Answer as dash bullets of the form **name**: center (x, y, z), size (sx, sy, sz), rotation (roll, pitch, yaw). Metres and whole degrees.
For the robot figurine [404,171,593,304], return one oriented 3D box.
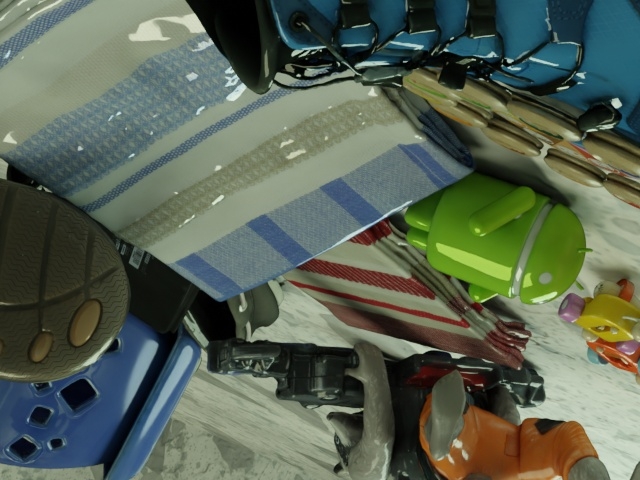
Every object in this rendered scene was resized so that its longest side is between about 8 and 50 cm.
- **robot figurine**: center (0.111, -0.002, 0.785), size (0.115, 0.067, 0.101), rotation (22, 152, 18)

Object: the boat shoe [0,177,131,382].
- **boat shoe**: center (-0.277, -0.014, 0.751), size (0.355, 0.132, 0.130), rotation (29, 172, 3)

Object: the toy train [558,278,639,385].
- **toy train**: center (0.233, 0.064, 0.854), size (0.125, 0.046, 0.166), rotation (35, 167, -32)

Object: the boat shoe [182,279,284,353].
- **boat shoe**: center (-0.112, 0.038, 1.251), size (0.112, 0.095, 0.335), rotation (22, 165, 19)

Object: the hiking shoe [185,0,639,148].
- **hiking shoe**: center (0.021, -0.097, 0.485), size (0.304, 0.132, 0.113), rotation (30, 165, -11)

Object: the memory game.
- **memory game**: center (0.118, -0.047, 0.632), size (0.186, 0.012, 0.186), rotation (26, -178, -1)

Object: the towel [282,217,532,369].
- **towel**: center (0.000, 0.000, 1.051), size (0.237, 0.037, 0.329), rotation (10, 157, 49)

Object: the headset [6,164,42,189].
- **headset**: center (-0.274, -0.143, 0.732), size (0.243, 0.185, 0.394), rotation (17, 180, 33)

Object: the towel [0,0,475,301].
- **towel**: center (-0.063, -0.066, 0.704), size (0.209, 0.034, 0.285), rotation (-28, 139, 21)

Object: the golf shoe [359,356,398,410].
- **golf shoe**: center (0.106, 0.185, 1.421), size (0.198, 0.077, 0.094), rotation (23, 165, 9)

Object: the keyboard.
- **keyboard**: center (-0.185, -0.019, 1.112), size (0.202, 0.033, 0.317), rotation (34, 155, -1)

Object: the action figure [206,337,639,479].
- **action figure**: center (0.073, 0.175, 1.088), size (0.341, 0.178, 0.330), rotation (8, 170, -18)

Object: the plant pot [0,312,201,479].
- **plant pot**: center (-0.265, 0.128, 1.450), size (0.212, 0.236, 0.236), rotation (24, -166, -17)
